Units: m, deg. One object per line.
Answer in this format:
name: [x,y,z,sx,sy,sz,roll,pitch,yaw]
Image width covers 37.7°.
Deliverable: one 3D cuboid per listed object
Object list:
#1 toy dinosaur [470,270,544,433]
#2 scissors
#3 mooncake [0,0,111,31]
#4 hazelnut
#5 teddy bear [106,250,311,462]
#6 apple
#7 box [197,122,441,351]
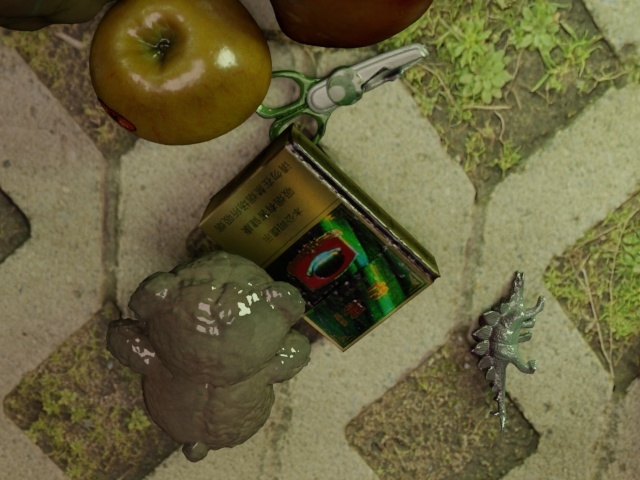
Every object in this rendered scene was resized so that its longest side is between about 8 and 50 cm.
toy dinosaur: [0.229,0.140,1.174,0.082,0.039,0.208,3,99,-1]
scissors: [0.025,-0.174,1.057,0.204,0.027,0.101,-25,112,9]
mooncake: [-0.288,-0.352,0.861,0.324,0.187,0.323,0,93,8]
hazelnut: [0.018,-0.282,0.916,0.208,0.208,0.208,-1,110,-2]
teddy bear: [-0.126,0.124,1.070,0.236,0.151,0.267,2,126,-6]
apple: [-0.147,-0.184,0.967,0.183,0.155,0.182,-2,81,11]
box: [0.000,0.000,1.086,0.240,0.071,0.159,41,113,-15]
